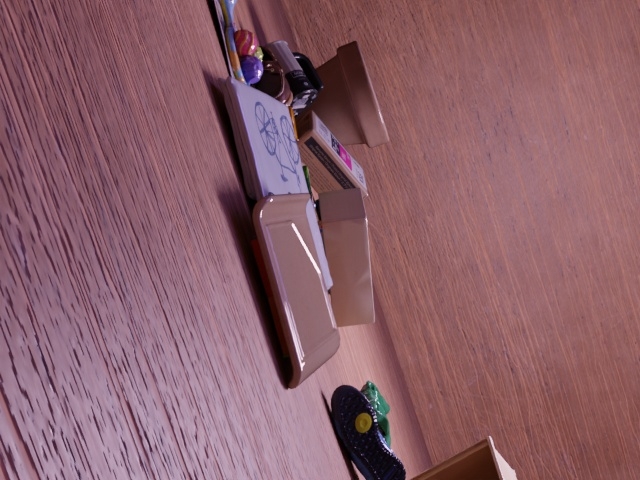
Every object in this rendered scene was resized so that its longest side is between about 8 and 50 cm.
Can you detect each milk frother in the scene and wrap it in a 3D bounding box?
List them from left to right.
[{"bbox_3d":[-0.081,-0.324,1.881,0.129,0.143,0.135,-5,61,-57],"label":"milk frother"}]

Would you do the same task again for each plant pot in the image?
[{"bbox_3d":[0.024,-0.333,2.187,0.263,0.229,0.263,-17,90,-85],"label":"plant pot"}]

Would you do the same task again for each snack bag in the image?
[{"bbox_3d":[-0.060,-0.068,1.373,0.323,0.037,0.343,-9,84,-79],"label":"snack bag"}]

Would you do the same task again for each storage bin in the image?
[{"bbox_3d":[0.268,0.557,1.677,0.123,0.260,0.262,48,17,-31],"label":"storage bin"}]

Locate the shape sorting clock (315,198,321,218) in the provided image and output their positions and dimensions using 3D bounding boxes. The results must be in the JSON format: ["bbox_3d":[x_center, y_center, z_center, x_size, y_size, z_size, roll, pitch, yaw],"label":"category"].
[{"bbox_3d":[0.033,-0.028,2.067,0.206,0.040,0.206,-18,90,-86],"label":"shape sorting clock"}]

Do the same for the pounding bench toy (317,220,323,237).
[{"bbox_3d":[0.000,0.000,1.837,0.065,0.083,0.052,-64,144,-34],"label":"pounding bench toy"}]

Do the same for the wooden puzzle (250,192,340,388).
[{"bbox_3d":[-0.034,0.059,1.174,0.221,0.044,0.239,-16,95,-75],"label":"wooden puzzle"}]

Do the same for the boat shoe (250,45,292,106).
[{"bbox_3d":[-0.103,-0.304,1.669,0.207,0.073,0.073,-113,180,-58],"label":"boat shoe"}]

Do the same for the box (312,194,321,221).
[{"bbox_3d":[-0.009,-0.032,1.983,0.164,0.021,0.201,-95,167,-67],"label":"box"}]

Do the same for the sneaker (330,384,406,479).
[{"bbox_3d":[0.060,0.313,1.411,0.082,0.069,0.209,11,-45,58],"label":"sneaker"}]

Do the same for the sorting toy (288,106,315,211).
[{"bbox_3d":[-0.039,-0.118,1.645,0.229,0.041,0.307,46,35,-78],"label":"sorting toy"}]

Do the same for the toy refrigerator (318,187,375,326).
[{"bbox_3d":[0.049,0.038,1.749,0.102,0.094,0.270,-97,180,-51],"label":"toy refrigerator"}]

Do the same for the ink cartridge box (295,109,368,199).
[{"bbox_3d":[0.011,-0.177,1.996,0.193,0.088,0.235,47,12,-16],"label":"ink cartridge box"}]

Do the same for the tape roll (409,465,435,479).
[{"bbox_3d":[0.311,0.614,1.950,0.246,0.246,0.169,66,8,-50],"label":"tape roll"}]

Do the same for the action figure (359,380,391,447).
[{"bbox_3d":[0.099,0.327,1.690,0.232,0.063,0.137,71,6,-61],"label":"action figure"}]

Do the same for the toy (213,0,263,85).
[{"bbox_3d":[-0.133,-0.333,1.515,0.137,0.056,0.237,29,44,-80],"label":"toy"}]
